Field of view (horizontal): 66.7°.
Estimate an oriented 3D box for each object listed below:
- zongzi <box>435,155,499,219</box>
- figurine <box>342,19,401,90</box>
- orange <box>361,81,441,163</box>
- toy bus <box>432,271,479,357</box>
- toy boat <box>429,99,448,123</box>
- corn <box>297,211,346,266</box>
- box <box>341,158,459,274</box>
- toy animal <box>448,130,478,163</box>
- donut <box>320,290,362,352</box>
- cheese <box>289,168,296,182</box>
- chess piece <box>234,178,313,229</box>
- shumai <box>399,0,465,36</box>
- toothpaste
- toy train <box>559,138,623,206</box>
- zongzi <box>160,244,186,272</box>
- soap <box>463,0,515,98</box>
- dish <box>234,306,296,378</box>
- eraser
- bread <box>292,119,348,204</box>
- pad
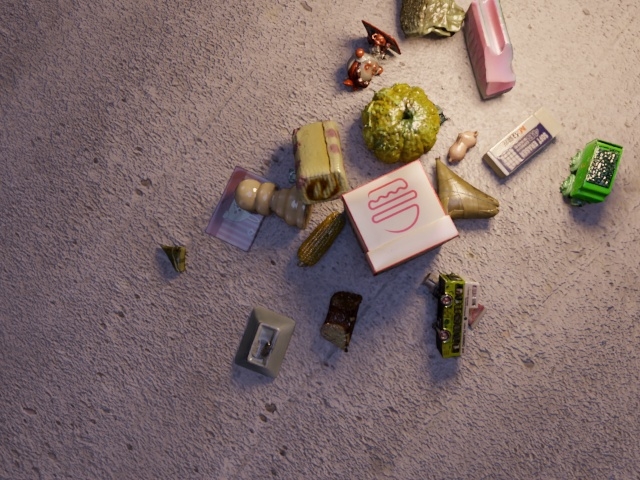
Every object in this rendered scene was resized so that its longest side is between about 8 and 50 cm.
[{"bbox_3d":[0.552,-0.201,1.857,0.228,0.115,0.256,-2,76,0],"label":"zongzi"},{"bbox_3d":[0.173,-0.686,1.878,0.160,0.183,0.226,38,102,14],"label":"figurine"},{"bbox_3d":[0.303,-0.442,1.817,0.300,0.223,0.301,-2,89,3],"label":"orange"},{"bbox_3d":[0.494,0.275,1.792,0.139,0.113,0.301,0,103,-1],"label":"toy bus"},{"bbox_3d":[0.433,-0.510,1.900,0.055,0.060,0.141,-35,79,-23],"label":"toy boat"},{"bbox_3d":[0.000,0.000,1.874,0.097,0.097,0.261,40,86,5],"label":"corn"},{"bbox_3d":[0.270,-0.068,1.755,0.312,0.314,0.300,-25,83,2],"label":"box"},{"bbox_3d":[0.547,-0.362,1.874,0.089,0.083,0.150,39,101,-8],"label":"toy animal"},{"bbox_3d":[0.081,0.302,1.849,0.126,0.144,0.186,19,118,10],"label":"donut"},{"bbox_3d":[-0.065,-0.258,1.928,0.121,0.026,0.067,0,86,4],"label":"cheese"},{"bbox_3d":[-0.183,-0.152,1.873,0.300,0.167,0.167,13,87,9],"label":"chess piece"},{"bbox_3d":[0.436,-0.905,1.866,0.222,0.225,0.260,-7,96,-23],"label":"shumai"},{"bbox_3d":[0.508,0.223,1.857,0.266,0.061,0.096,37,90,-1],"label":"toothpaste"},{"bbox_3d":[0.994,-0.244,1.785,0.132,0.188,0.243,18,89,5],"label":"toy train"},{"bbox_3d":[-0.591,0.074,1.933,0.113,0.052,0.104,4,93,17],"label":"zongzi"},{"bbox_3d":[0.636,-0.714,1.831,0.109,0.193,0.323,-15,87,4],"label":"soap"},{"bbox_3d":[-0.219,0.397,1.873,0.182,0.080,0.243,19,89,4],"label":"dish"},{"bbox_3d":[0.769,-0.371,1.857,0.279,0.081,0.124,-40,85,1],"label":"eraser"},{"bbox_3d":[-0.004,-0.289,1.790,0.187,0.155,0.338,-11,45,3],"label":"bread"},{"bbox_3d":[-0.312,-0.127,1.945,0.202,0.005,0.299,26,88,5],"label":"pad"}]
